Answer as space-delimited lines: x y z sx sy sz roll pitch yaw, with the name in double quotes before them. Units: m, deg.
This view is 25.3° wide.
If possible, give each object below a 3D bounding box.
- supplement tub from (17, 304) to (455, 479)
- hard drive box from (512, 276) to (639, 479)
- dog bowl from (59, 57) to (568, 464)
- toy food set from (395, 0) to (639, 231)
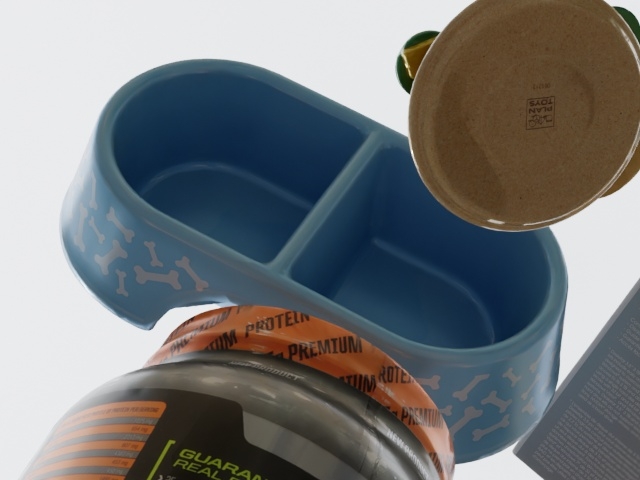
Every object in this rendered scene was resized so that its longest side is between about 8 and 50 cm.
"supplement tub" -0.063 0.183 0.556 0.193 0.193 0.316 34 -134 -4
"hard drive box" 0.257 0.066 0.981 0.089 0.181 0.232 40 -64 17
"dog bowl" 0.000 0.000 0.772 0.297 0.074 0.166 28 -131 11
"toy food set" 0.066 -0.043 0.446 0.083 0.020 0.083 -22 -65 -7
